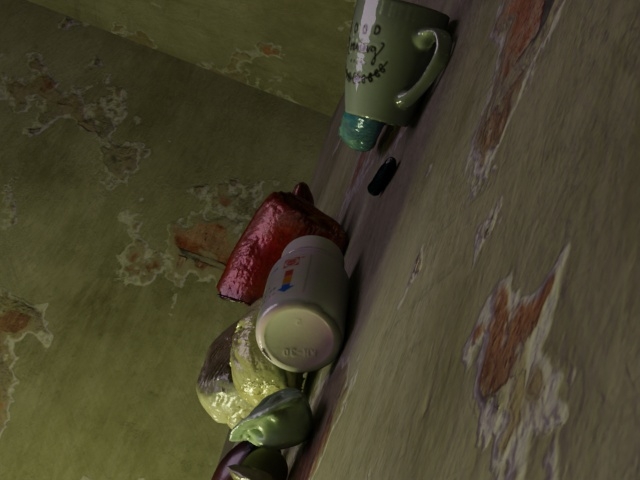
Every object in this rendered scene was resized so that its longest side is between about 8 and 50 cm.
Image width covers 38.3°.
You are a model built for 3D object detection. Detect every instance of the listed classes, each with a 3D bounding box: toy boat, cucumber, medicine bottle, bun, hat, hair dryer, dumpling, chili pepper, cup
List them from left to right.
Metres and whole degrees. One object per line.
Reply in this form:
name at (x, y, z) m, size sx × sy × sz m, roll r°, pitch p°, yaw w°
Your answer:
hair dryer at (-0.188, 0.569, 1.837) m, size 0.313 × 0.123 × 0.340 m, roll -57°, pitch 7°, yaw 7°
bun at (-0.175, 0.335, 2.281) m, size 0.281 × 0.205 × 0.281 m, roll -37°, pitch 22°, yaw 18°
bun at (-0.115, 0.242, 1.983) m, size 0.259 × 0.152 × 0.260 m, roll 0°, pitch -90°, yaw -83°
hat at (-0.083, 0.464, 1.694) m, size 0.173 × 0.144 × 0.166 m, roll -23°, pitch -70°, yaw -43°
dumpling at (-0.079, 0.346, 1.705) m, size 0.152 × 0.108 × 0.219 m, roll -40°, pitch -19°, yaw -25°
chili pepper at (-0.079, 0.045, 2.211) m, size 0.229 × 0.251 × 0.305 m, roll 24°, pitch -89°, yaw -61°
medicine bottle at (-0.028, 0.113, 1.811) m, size 0.293 × 0.170 × 0.170 m, roll -81°, pitch 12°, yaw -60°
toy boat at (0.140, -0.302, 2.157) m, size 0.215 × 0.123 × 0.330 m, roll -62°, pitch -6°, yaw 0°
cucumber at (0.130, -0.134, 1.891) m, size 0.133 × 0.032 × 0.032 m, roll 122°, pitch 167°, yaw -61°
cup at (0.157, -0.344, 1.803) m, size 0.258 × 0.186 × 0.234 m, roll 25°, pitch 105°, yaw 57°

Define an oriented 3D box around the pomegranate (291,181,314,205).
pomegranate at (-0.055, -0.033, 2.429) m, size 0.214 × 0.214 × 0.248 m, roll 162°, pitch 116°, yaw -83°
